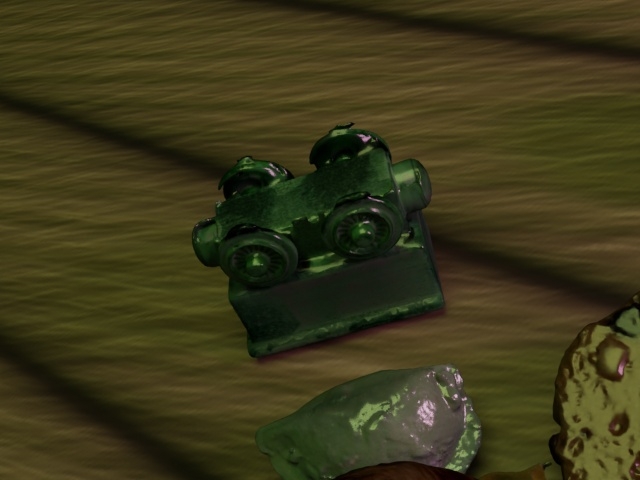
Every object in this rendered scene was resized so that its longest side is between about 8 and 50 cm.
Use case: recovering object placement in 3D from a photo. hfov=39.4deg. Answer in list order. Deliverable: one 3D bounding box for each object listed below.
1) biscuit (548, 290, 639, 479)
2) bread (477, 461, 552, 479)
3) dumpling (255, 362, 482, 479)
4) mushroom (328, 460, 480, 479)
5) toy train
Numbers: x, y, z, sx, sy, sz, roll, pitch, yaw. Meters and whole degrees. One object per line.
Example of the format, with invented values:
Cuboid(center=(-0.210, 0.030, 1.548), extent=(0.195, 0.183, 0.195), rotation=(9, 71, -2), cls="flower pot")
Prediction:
Cuboid(center=(0.339, 0.156, 0.730), extent=(0.296, 0.075, 0.296), rotation=(-12, 60, 22), cls="biscuit")
Cuboid(center=(0.082, 0.270, 0.761), extent=(0.269, 0.098, 0.087), rotation=(-18, 2, 10), cls="bread")
Cuboid(center=(0.044, 0.195, 0.836), extent=(0.217, 0.105, 0.149), rotation=(-14, 44, 12), cls="dumpling")
Cuboid(center=(0.130, 0.243, 0.509), extent=(0.334, 0.356, 0.331), rotation=(34, 36, 5), cls="mushroom")
Cuboid(center=(0.000, 0.000, 0.975), extent=(0.266, 0.202, 0.145), rotation=(-15, 43, 11), cls="toy train")
